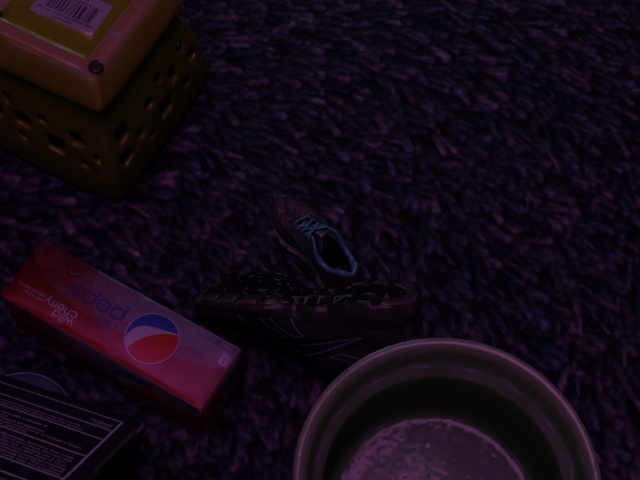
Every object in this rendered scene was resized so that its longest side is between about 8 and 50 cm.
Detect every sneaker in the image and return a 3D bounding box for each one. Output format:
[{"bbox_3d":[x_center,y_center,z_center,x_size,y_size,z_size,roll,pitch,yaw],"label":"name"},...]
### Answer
[{"bbox_3d":[-0.019,0.099,1.333,0.267,0.106,0.101,5,22,23],"label":"sneaker"},{"bbox_3d":[0.000,0.000,1.402,0.065,0.076,0.166,-33,68,-19],"label":"sneaker"}]

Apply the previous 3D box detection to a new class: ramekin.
[{"bbox_3d":[0.121,0.266,1.224,0.303,0.148,0.303,1,62,-2],"label":"ramekin"}]

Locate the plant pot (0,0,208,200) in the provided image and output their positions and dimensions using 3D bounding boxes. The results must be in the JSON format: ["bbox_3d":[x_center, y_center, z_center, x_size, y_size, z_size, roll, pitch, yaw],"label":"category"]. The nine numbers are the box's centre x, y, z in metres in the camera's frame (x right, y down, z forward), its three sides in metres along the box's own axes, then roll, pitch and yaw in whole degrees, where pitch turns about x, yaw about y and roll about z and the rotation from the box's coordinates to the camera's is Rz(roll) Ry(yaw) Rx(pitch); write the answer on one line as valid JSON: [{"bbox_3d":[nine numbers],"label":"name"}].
[{"bbox_3d":[-0.285,-0.221,1.437,0.228,0.207,0.227,26,64,10],"label":"plant pot"}]

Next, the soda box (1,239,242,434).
[{"bbox_3d":[-0.217,0.107,1.328,0.263,0.092,0.083,27,65,12],"label":"soda box"}]

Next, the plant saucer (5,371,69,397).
[{"bbox_3d":[-0.328,0.203,1.313,0.119,0.021,0.119,1,62,-2],"label":"plant saucer"}]

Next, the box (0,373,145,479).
[{"bbox_3d":[-0.360,0.248,1.118,0.296,0.294,0.182,17,103,7],"label":"box"}]
